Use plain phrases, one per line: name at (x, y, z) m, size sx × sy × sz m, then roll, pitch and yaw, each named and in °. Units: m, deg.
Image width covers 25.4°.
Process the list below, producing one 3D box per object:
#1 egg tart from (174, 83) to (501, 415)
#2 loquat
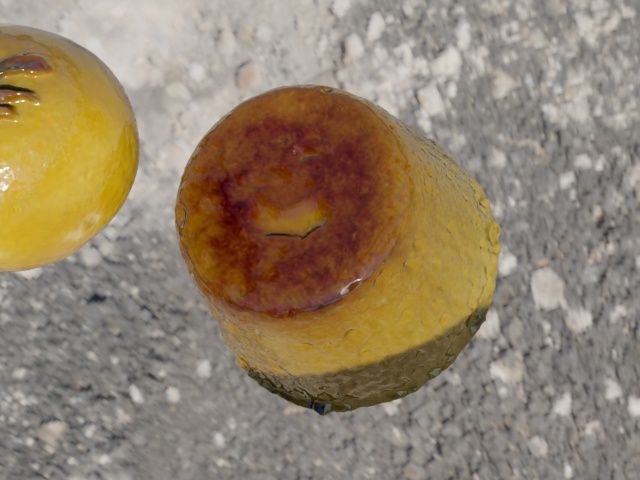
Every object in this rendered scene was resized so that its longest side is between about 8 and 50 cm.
egg tart at (0.000, 0.000, 0.883) m, size 0.203 × 0.147 × 0.202 m, roll -5°, pitch 74°, yaw 17°
loquat at (-0.169, -0.050, 0.757) m, size 0.141 × 0.141 × 0.141 m, roll -7°, pitch 65°, yaw 15°
